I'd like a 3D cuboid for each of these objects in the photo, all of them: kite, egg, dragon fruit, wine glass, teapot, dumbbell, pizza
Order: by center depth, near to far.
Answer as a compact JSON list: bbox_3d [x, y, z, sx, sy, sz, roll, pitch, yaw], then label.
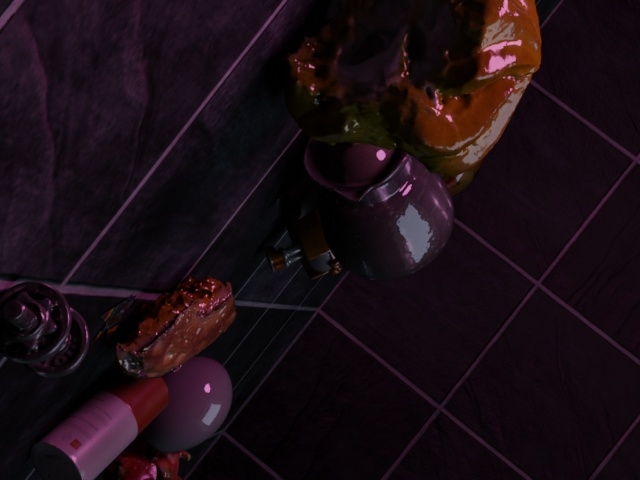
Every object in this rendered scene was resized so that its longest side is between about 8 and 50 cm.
[{"bbox_3d":[-0.281,0.092,1.172,0.081,0.081,0.254,-50,173,-11],"label":"dumbbell"},{"bbox_3d":[-0.275,0.103,1.545,0.090,0.004,0.122,-50,172,-14],"label":"kite"},{"bbox_3d":[-0.213,0.121,1.689,0.161,0.085,0.305,-58,166,17],"label":"pizza"},{"bbox_3d":[0.107,-0.124,1.873,0.305,0.223,0.285,-52,146,-18],"label":"teapot"},{"bbox_3d":[0.008,-0.107,2.020,0.262,0.074,0.074,-41,167,-47],"label":"wine glass"},{"bbox_3d":[-0.246,0.301,2.118,0.199,0.146,0.146,-46,173,6],"label":"egg"},{"bbox_3d":[-0.327,0.424,2.194,0.160,0.166,0.172,40,51,-46],"label":"dragon fruit"}]

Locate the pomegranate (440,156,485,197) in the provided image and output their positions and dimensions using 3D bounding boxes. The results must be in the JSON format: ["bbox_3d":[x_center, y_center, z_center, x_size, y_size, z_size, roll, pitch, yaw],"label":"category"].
[{"bbox_3d":[0.202,-0.203,2.207,0.242,0.242,0.306,-56,-172,31],"label":"pomegranate"}]

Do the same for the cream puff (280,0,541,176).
[{"bbox_3d":[0.123,-0.221,1.427,0.323,0.270,0.274,-52,178,16],"label":"cream puff"}]

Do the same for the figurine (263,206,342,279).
[{"bbox_3d":[0.029,-0.009,2.145,0.271,0.143,0.143,-8,169,-1],"label":"figurine"}]

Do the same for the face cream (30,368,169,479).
[{"bbox_3d":[-0.323,0.275,1.724,0.214,0.096,0.096,-44,169,-47],"label":"face cream"}]
